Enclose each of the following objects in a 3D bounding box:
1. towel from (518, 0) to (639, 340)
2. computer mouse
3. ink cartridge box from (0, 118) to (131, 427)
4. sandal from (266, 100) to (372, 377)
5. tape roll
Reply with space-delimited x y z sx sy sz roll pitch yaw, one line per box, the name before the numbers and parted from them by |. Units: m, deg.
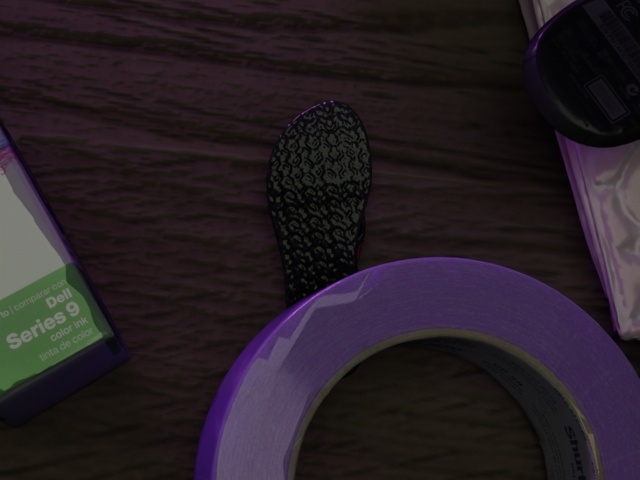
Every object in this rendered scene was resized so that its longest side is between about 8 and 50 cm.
towel | 0.312 -0.114 1.031 0.331 0.053 0.317 -11 82 -5
computer mouse | 0.257 -0.104 0.974 0.262 0.060 0.184 -36 80 -19
ink cartridge box | -0.205 -0.005 0.931 0.093 0.154 0.212 -31 83 -8
sandal | 0.000 0.000 1.006 0.067 0.040 0.179 0 95 2
tape roll | 0.065 0.150 0.933 0.274 0.090 0.275 1 83 -11
